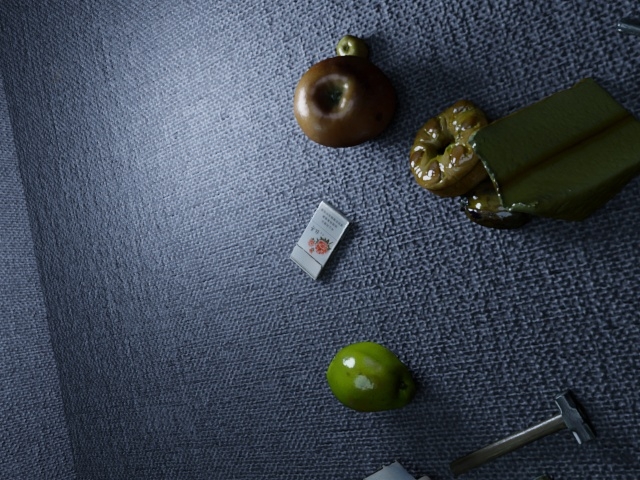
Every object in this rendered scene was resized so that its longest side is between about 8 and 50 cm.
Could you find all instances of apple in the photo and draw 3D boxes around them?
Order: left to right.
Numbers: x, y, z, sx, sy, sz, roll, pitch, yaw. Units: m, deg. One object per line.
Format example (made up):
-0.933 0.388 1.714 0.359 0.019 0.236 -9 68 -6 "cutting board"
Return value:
0.057 -0.346 1.538 0.253 0.253 0.254 2 93 33 "apple"
0.083 -0.496 1.609 0.084 0.071 0.084 2 94 33 "apple"

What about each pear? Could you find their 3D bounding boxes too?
0.131 0.351 1.546 0.219 0.187 0.188 19 103 38 "pear"

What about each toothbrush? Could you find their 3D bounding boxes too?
0.734 -0.394 1.213 0.297 0.030 0.030 30 82 30 "toothbrush"

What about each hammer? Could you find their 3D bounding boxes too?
0.454 0.474 1.432 0.365 0.043 0.111 -39 73 31 "hammer"

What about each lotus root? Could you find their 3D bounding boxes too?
0.414 -0.083 1.387 0.209 0.120 0.120 7 96 37 "lotus root"

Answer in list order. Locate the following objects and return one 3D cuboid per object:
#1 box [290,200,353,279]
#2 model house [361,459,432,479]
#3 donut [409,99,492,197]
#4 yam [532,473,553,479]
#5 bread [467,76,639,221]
0.000 0.000 1.711 0.109 0.029 0.198 40 112 25 "box"
0.215 0.709 1.516 0.271 0.178 0.207 31 125 44 "model house"
0.307 -0.207 1.410 0.226 0.113 0.227 -31 44 34 "donut"
0.537 0.602 1.357 0.179 0.078 0.078 44 114 26 "yam"
0.472 -0.180 1.198 0.245 0.361 0.233 -48 67 28 "bread"
